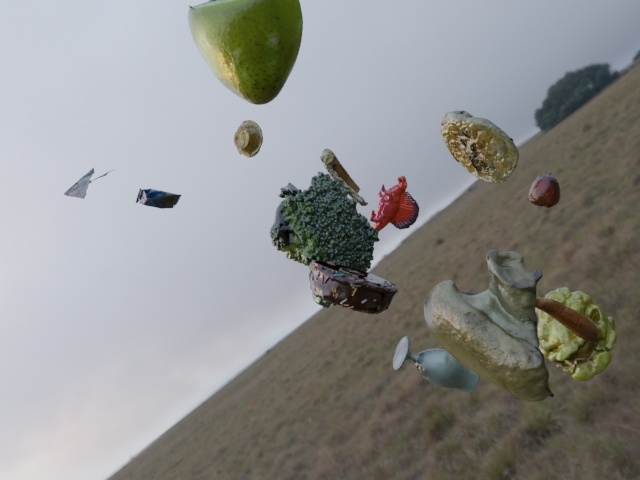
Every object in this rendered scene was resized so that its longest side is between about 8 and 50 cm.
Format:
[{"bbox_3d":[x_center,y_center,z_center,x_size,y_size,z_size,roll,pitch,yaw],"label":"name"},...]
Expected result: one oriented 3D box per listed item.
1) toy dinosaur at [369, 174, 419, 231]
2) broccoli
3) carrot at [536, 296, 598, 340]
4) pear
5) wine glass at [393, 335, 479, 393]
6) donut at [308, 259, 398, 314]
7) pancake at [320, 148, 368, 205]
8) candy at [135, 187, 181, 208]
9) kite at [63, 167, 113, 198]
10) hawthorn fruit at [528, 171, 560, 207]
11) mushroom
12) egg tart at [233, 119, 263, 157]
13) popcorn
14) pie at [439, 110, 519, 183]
[{"bbox_3d":[0.222,-0.064,1.976,0.070,0.138,0.286,-66,-3,-68],"label":"toy dinosaur"},{"bbox_3d":[0.006,-0.014,1.832,0.277,0.317,0.338,-40,-46,-15],"label":"broccoli"},{"bbox_3d":[0.650,0.201,1.702,0.059,0.247,0.059,-49,23,29],"label":"carrot"},{"bbox_3d":[-0.213,-0.539,1.815,0.342,0.318,0.238,8,36,39],"label":"pear"},{"bbox_3d":[0.287,0.309,1.570,0.093,0.202,0.093,-159,90,-83],"label":"wine glass"},{"bbox_3d":[0.075,0.117,1.595,0.235,0.235,0.089,-9,-64,-79],"label":"donut"},{"bbox_3d":[0.093,-0.170,1.938,0.057,0.244,0.266,-44,-45,4],"label":"pancake"},{"bbox_3d":[-0.537,-0.139,2.114,0.136,0.038,0.088,8,-35,-22],"label":"candy"},{"bbox_3d":[-0.575,-0.143,1.584,0.156,0.011,0.139,-24,39,9],"label":"kite"},{"bbox_3d":[0.520,-0.113,1.478,0.077,0.077,0.077,-37,-5,-4],"label":"hawthorn fruit"},{"bbox_3d":[0.298,0.176,1.116,0.211,0.218,0.292,-3,-30,1],"label":"mushroom"},{"bbox_3d":[-0.249,-0.344,2.144,0.129,0.129,0.049,-41,-22,29],"label":"egg tart"},{"bbox_3d":[0.749,0.270,1.909,0.235,0.250,0.242,-45,-6,8],"label":"popcorn"},{"bbox_3d":[0.571,-0.346,2.338,0.077,0.339,0.339,-47,-2,-18],"label":"pie"}]
